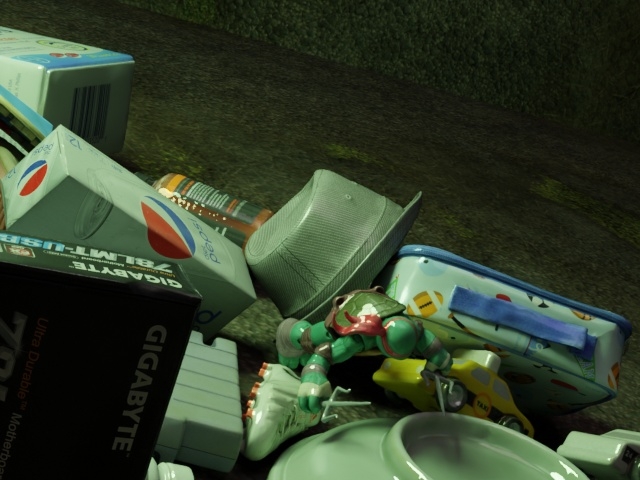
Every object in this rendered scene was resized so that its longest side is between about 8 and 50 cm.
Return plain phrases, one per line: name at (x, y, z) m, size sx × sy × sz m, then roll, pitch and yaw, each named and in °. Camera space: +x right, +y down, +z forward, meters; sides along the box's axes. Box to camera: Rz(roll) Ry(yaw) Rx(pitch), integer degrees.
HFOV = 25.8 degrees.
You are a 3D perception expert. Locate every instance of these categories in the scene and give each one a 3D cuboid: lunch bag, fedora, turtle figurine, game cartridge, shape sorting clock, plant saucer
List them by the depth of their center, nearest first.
plant saucer at (0.151, 0.254, 1.304) m, size 0.401 × 0.100 × 0.400 m, roll 18°, pitch 16°, yaw -6°
game cartridge at (-0.252, 0.120, 1.358) m, size 0.355 × 0.068 × 0.230 m, roll 16°, pitch 21°, yaw -10°
turtle figurine at (0.048, 0.104, 1.374) m, size 0.175 × 0.118 × 0.234 m, roll -2°, pitch 6°, yaw -22°
lunch bag at (0.204, 0.107, 1.615) m, size 0.303 × 0.115 × 0.243 m, roll 19°, pitch -19°, yaw -4°
fedora at (0.000, 0.000, 1.654) m, size 0.124 × 0.244 × 0.275 m, roll 44°, pitch 27°, yaw -6°
shape sorting clock at (-0.385, -0.154, 1.672) m, size 0.206 × 0.040 × 0.206 m, roll 35°, pitch -10°, yaw 7°

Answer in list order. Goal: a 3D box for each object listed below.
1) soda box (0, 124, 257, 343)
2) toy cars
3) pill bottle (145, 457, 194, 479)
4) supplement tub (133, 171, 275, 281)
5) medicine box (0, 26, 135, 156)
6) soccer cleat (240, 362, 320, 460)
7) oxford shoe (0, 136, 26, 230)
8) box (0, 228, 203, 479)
soda box at (-0.202, 0.000, 1.506) m, size 0.286 × 0.098 × 0.091 m, roll 37°, pitch 22°, yaw -37°
toy cars at (0.250, 0.197, 1.490) m, size 0.394 × 0.087 × 0.176 m, roll 22°, pitch -16°, yaw 8°
pill bottle at (-0.177, 0.205, 1.130) m, size 0.137 × 0.078 × 0.078 m, roll 12°, pitch 18°, yaw -21°
supplement tub at (-0.162, -0.023, 1.820) m, size 0.198 × 0.106 × 0.106 m, roll 22°, pitch 17°, yaw 9°
medicine box at (-0.450, -0.207, 1.945) m, size 0.289 × 0.149 × 0.263 m, roll 15°, pitch 15°, yaw 16°
soccer cleat at (-0.038, 0.173, 1.411) m, size 0.076 × 0.068 × 0.196 m, roll 22°, pitch 14°, yaw 0°
oxford shoe at (-0.361, -0.044, 1.623) m, size 0.147 × 0.140 × 0.397 m, roll 17°, pitch 17°, yaw -32°
box at (-0.258, 0.131, 0.901) m, size 0.293 × 0.295 × 0.073 m, roll 13°, pitch 18°, yaw -23°
